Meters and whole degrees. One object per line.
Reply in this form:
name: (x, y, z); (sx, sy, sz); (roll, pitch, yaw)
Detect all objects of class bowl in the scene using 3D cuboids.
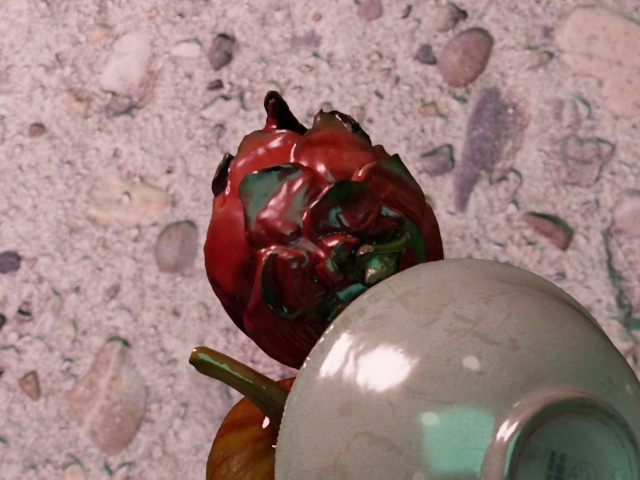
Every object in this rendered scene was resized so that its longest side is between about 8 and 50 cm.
bowl: (0.139, 0.163, 1.273); (0.313, 0.146, 0.313); (2, 85, -27)

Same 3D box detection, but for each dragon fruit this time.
dragon fruit: (0.000, 0.000, 1.441); (0.192, 0.274, 0.193); (31, 97, -19)

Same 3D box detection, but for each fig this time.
fig: (-0.006, 0.164, 1.351); (0.175, 0.207, 0.175); (-2, 55, 3)
